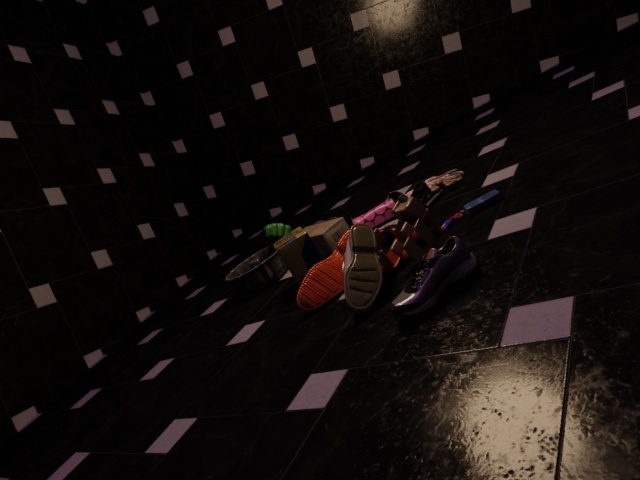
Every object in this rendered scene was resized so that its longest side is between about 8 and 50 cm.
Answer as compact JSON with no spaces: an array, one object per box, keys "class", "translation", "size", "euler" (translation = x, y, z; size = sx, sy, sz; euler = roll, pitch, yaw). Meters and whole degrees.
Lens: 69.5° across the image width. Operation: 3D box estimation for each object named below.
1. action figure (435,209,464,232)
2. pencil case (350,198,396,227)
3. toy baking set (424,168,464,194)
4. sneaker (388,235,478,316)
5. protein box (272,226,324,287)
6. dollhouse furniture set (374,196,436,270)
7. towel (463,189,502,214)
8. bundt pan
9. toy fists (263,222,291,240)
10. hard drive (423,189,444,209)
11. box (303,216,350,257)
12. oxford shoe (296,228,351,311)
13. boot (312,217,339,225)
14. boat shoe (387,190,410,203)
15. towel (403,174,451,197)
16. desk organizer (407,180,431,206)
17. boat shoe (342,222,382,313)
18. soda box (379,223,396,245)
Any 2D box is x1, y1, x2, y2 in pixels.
[{"class":"action figure","translation":[0.438,-0.068,1.544],"size":[0.115,0.030,0.038],"euler":[-32,7,-11]},{"class":"pencil case","translation":[0.241,-0.105,2.028],"size":[0.210,0.095,0.098],"euler":[-27,-8,11]},{"class":"toy baking set","translation":[0.519,-0.246,1.988],"size":[0.197,0.030,0.256],"euler":[-16,17,23]},{"class":"sneaker","translation":[0.268,0.090,1.152],"size":[0.272,0.108,0.100],"euler":[-37,15,-18]},{"class":"protein box","translation":[-0.074,0.071,1.825],"size":[0.136,0.199,0.201],"euler":[-32,12,-5]},{"class":"dollhouse furniture set","translation":[0.270,-0.004,1.514],"size":[0.262,0.135,0.259],"euler":[-13,39,56]},{"class":"towel","translation":[0.536,-0.126,1.528],"size":[0.120,0.029,0.067],"euler":[-29,13,14]},{"class":"bundt pan","translation":[-0.289,0.146,2.230],"size":[0.331,0.124,0.331],"euler":[-29,13,7]},{"class":"toy fists","translation":[-0.150,-0.022,2.318],"size":[0.142,0.280,0.096],"euler":[147,137,-69]},{"class":"hard drive","translation":[0.440,-0.160,1.904],"size":[0.094,0.022,0.135],"euler":[-16,20,51]},{"class":"box","translation":[0.000,0.000,2.107],"size":[0.148,0.121,0.311],"euler":[-40,15,-31]},{"class":"oxford shoe","translation":[0.050,0.121,1.614],"size":[0.363,0.130,0.132],"euler":[-45,-16,-26]},{"class":"boot","translation":[0.025,-0.076,2.496],"size":[0.190,0.076,0.208],"euler":[-28,6,6]},{"class":"boat shoe","translation":[0.344,-0.192,2.101],"size":[0.080,0.076,0.228],"euler":[-52,14,7]},{"class":"towel","translation":[0.491,-0.250,2.122],"size":[0.197,0.029,0.144],"euler":[-35,13,-14]},{"class":"desk organizer","translation":[0.396,-0.175,1.859],"size":[0.047,0.050,0.130],"euler":[-18,35,49]},{"class":"boat shoe","translation":[0.122,0.095,1.383],"size":[0.103,0.113,0.302],"euler":[100,179,-52]},{"class":"soda box","translation":[0.213,-0.002,1.761],"size":[0.169,0.053,0.060],"euler":[-24,15,33]}]
